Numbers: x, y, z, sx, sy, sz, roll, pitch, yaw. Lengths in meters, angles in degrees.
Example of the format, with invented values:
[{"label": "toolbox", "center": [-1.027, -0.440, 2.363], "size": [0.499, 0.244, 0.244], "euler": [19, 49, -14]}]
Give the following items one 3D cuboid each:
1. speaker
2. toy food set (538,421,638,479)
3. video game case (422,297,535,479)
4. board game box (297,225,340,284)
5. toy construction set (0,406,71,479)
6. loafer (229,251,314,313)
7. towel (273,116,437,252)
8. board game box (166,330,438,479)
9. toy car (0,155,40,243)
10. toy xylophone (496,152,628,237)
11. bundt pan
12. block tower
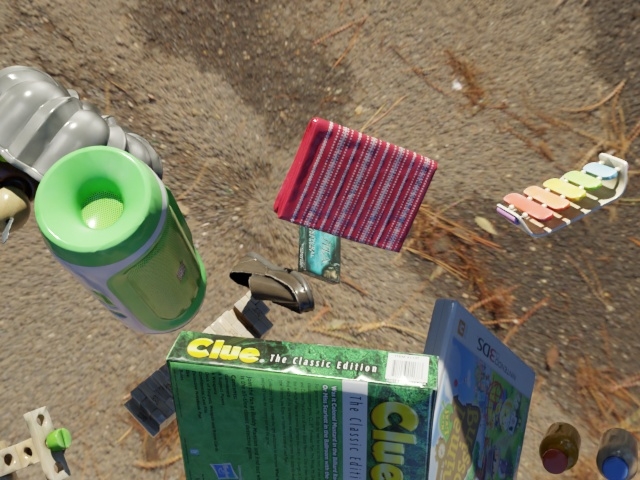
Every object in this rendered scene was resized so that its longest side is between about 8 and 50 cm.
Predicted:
[{"label": "speaker", "center": [-0.203, 0.014, 0.841], "size": [0.131, 0.296, 0.131], "euler": [-1, 69, 2]}, {"label": "toy food set", "center": [0.325, 0.276, 0.771], "size": [0.111, 0.104, 0.232], "euler": [-39, 76, 18]}, {"label": "video game case", "center": [0.128, 0.184, 0.669], "size": [0.193, 0.023, 0.212], "euler": [39, 61, -46]}, {"label": "board game box", "center": [0.000, 0.000, 1.807], "size": [0.126, 0.026, 0.186], "euler": [23, 60, -44]}, {"label": "toy construction set", "center": [-0.524, 0.397, 1.221], "size": [0.237, 0.257, 0.309], "euler": [-20, 59, 15]}, {"label": "loafer", "center": [-0.096, 0.093, 1.479], "size": [0.078, 0.220, 0.080], "euler": [-33, 125, -29]}, {"label": "towel", "center": [0.067, -0.098, 1.432], "size": [0.275, 0.031, 0.199], "euler": [16, 105, -25]}, {"label": "board game box", "center": [-0.007, 0.167, 0.448], "size": [0.136, 0.030, 0.260], "euler": [6, 122, 10]}, {"label": "toy car", "center": [-0.568, -0.070, 1.357], "size": [0.155, 0.149, 0.188], "euler": [-18, 57, 33]}, {"label": "toy xylophone", "center": [0.584, -0.111, 1.906], "size": [0.322, 0.236, 0.081], "euler": [-29, 112, -12]}, {"label": "bundt pan", "center": [-0.382, -0.157, 1.201], "size": [0.331, 0.331, 0.124], "euler": [34, 91, -5]}, {"label": "block tower", "center": [-0.237, 0.246, 1.563], "size": [0.091, 0.097, 0.335], "euler": [45, 65, 8]}]
